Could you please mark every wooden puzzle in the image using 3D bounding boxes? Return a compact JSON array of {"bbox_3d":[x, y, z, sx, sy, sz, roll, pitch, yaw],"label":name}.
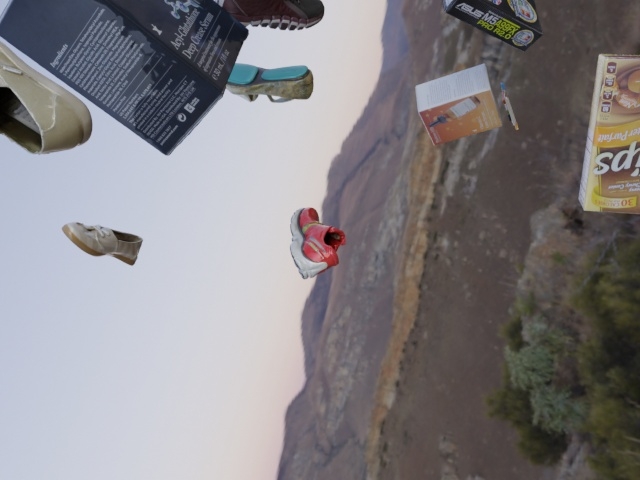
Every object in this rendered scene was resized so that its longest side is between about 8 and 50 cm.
[{"bbox_3d":[0.391,-0.280,1.429,0.078,0.014,0.116,-69,-42,-63],"label":"wooden puzzle"}]

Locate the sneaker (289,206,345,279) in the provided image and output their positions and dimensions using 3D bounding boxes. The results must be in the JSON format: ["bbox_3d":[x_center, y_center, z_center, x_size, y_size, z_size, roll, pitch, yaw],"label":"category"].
[{"bbox_3d":[0.000,0.000,1.584,0.279,0.118,0.107,-95,-15,-62],"label":"sneaker"}]

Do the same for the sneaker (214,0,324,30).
[{"bbox_3d":[-0.099,-0.564,1.530,0.106,0.281,0.162,56,144,32],"label":"sneaker"}]

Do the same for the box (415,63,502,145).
[{"bbox_3d":[0.328,-0.319,1.623,0.130,0.170,0.091,50,-148,-48],"label":"box"}]

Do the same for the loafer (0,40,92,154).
[{"bbox_3d":[-0.439,-0.202,0.914,0.102,0.268,0.092,-63,0,35],"label":"loafer"}]

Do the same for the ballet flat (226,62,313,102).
[{"bbox_3d":[-0.185,-0.488,2.158,0.123,0.348,0.123,5,-90,-72],"label":"ballet flat"}]

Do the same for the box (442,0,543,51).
[{"bbox_3d":[0.348,-0.547,1.445,0.060,0.216,0.270,-44,37,47],"label":"box"}]

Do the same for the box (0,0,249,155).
[{"bbox_3d":[-0.378,-0.422,1.383,0.212,0.395,0.293,-40,26,33],"label":"box"}]

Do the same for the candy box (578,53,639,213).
[{"bbox_3d":[0.648,-0.215,1.403,0.087,0.183,0.316,-56,-31,-67],"label":"candy box"}]

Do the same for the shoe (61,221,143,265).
[{"bbox_3d":[-0.415,-0.005,1.321,0.058,0.076,0.219,-50,-20,1],"label":"shoe"}]
